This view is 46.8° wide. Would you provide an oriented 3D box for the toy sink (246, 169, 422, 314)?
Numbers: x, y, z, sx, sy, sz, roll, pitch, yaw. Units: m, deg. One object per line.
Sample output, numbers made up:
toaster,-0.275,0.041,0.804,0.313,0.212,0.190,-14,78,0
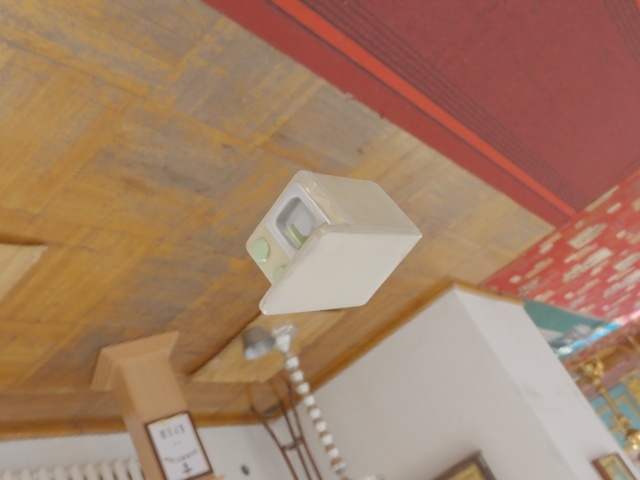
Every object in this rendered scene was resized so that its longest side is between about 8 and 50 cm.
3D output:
toy sink,0.000,0.000,1.023,0.234,0.131,0.153,0,134,-52
